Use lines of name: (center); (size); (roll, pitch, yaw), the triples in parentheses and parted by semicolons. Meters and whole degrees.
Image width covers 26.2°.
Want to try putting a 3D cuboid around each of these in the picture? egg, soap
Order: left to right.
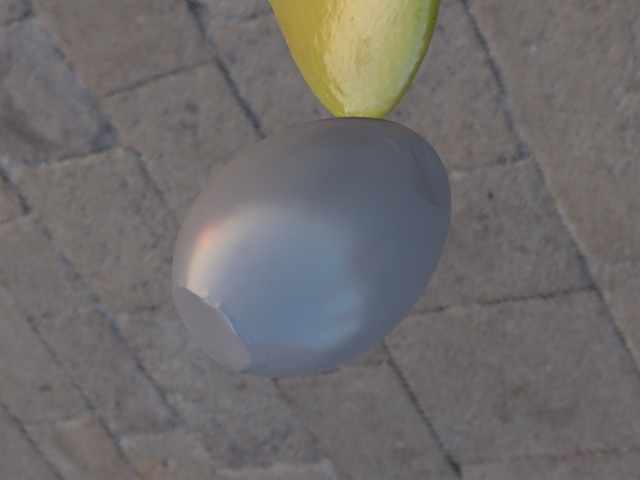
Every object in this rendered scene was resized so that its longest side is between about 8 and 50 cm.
egg: (0.000, 0.000, 1.031); (0.176, 0.232, 0.176); (46, 157, 26)
soap: (0.030, -0.337, 1.696); (0.115, 0.427, 0.306); (6, 128, -30)
